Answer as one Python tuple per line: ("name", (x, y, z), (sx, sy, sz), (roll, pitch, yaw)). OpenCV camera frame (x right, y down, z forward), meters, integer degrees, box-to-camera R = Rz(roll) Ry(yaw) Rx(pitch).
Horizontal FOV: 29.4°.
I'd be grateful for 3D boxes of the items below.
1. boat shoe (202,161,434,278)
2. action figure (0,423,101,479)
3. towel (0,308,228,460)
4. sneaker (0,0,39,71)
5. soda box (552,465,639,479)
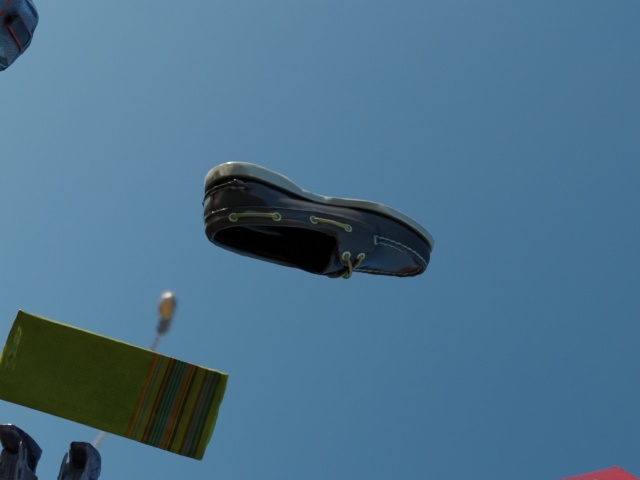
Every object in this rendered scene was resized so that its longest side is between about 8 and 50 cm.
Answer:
("boat shoe", (0.000, 0.000, 1.095), (0.081, 0.228, 0.068), (-48, -148, 48))
("action figure", (-0.292, 0.329, 1.178), (0.099, 0.185, 0.285), (103, -7, -56))
("towel", (-0.221, 0.152, 1.292), (0.021, 0.237, 0.102), (122, -16, -61))
("sneaker", (-0.261, -0.164, 0.695), (0.262, 0.125, 0.104), (35, -96, 33))
("soda box", (0.113, 0.238, 0.522), (0.083, 0.092, 0.263), (-154, -120, -64))
